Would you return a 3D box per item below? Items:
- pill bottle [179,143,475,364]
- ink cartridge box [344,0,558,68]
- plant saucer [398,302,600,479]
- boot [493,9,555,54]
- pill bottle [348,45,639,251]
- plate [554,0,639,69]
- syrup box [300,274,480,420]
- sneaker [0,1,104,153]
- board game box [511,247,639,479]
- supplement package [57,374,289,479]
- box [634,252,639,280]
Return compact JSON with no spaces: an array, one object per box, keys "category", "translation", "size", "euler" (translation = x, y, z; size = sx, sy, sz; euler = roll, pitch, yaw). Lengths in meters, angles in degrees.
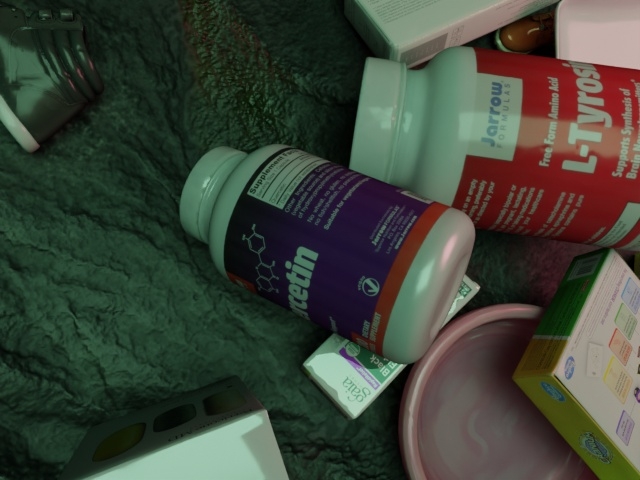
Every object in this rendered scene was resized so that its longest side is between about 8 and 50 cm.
[{"category":"pill bottle","translation":[0.000,0.000,0.688],"size":[0.323,0.181,0.181],"euler":[23,78,21]},{"category":"ink cartridge box","translation":[0.165,-0.405,0.863],"size":[0.296,0.066,0.261],"euler":[-26,68,-10]},{"category":"plant saucer","translation":[0.258,0.253,0.821],"size":[0.332,0.084,0.332],"euler":[1,85,-14]},{"category":"boot","translation":[0.346,-0.329,0.900],"size":[0.158,0.084,0.059],"euler":[-15,90,-13]},{"category":"pill bottle","translation":[0.246,-0.123,0.762],"size":[0.408,0.229,0.228],"euler":[8,82,1]},{"category":"plate","translation":[0.464,-0.233,0.900],"size":[0.277,0.045,0.277],"euler":[-11,110,-13]},{"category":"syrup box","translation":[0.089,0.120,0.778],"size":[0.237,0.096,0.093],"euler":[-42,80,-14]},{"category":"sneaker","translation":[-0.379,-0.266,0.714],"size":[0.147,0.104,0.295],"euler":[-35,99,-16]},{"category":"board game box","translation":[0.417,0.202,0.781],"size":[0.316,0.064,0.242],"euler":[49,56,-8]},{"category":"supplement package","translation":[-0.138,0.283,0.629],"size":[0.199,0.263,0.198],"euler":[-18,89,-15]},{"category":"box","translation":[0.567,0.080,0.932],"size":[0.178,0.042,0.109],"euler":[8,82,-12]}]
